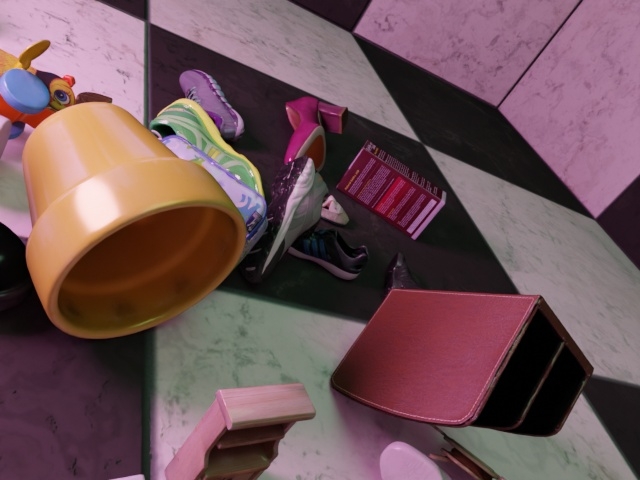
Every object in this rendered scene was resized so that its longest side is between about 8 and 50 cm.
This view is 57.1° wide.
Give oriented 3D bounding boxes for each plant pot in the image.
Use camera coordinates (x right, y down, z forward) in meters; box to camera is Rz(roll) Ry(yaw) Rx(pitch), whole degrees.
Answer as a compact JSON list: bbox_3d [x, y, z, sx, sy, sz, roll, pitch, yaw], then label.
[{"bbox_3d":[-0.261,-0.043,0.761,0.254,0.254,0.239,-5,51,-49],"label":"plant pot"}]

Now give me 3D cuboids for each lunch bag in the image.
[{"bbox_3d":[-0.204,-0.042,0.924,0.219,0.176,0.090,39,-15,6],"label":"lunch bag"}]

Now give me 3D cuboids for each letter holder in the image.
[{"bbox_3d":[0.185,0.200,0.854,0.152,0.302,0.214,49,65,-20],"label":"letter holder"}]

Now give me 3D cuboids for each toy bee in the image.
[{"bbox_3d":[-0.465,-0.225,0.926,0.162,0.195,0.298,-88,158,-44],"label":"toy bee"}]

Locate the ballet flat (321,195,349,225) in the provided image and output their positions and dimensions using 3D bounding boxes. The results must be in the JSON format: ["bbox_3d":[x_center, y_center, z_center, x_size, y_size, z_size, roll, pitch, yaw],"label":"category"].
[{"bbox_3d":[0.002,-0.082,1.297,0.168,0.052,0.057,21,32,-24],"label":"ballet flat"}]

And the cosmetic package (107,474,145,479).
[{"bbox_3d":[-0.270,0.331,0.377,0.378,0.097,0.284,7,41,-40],"label":"cosmetic package"}]

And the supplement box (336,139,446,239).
[{"bbox_3d":[0.176,-0.124,1.457,0.240,0.130,0.073,34,30,-4],"label":"supplement box"}]

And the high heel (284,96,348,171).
[{"bbox_3d":[-0.064,-0.262,1.485,0.182,0.127,0.377,10,30,15],"label":"high heel"}]

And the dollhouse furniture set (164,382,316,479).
[{"bbox_3d":[-0.051,0.292,0.589,0.212,0.161,0.242,7,40,-40],"label":"dollhouse furniture set"}]

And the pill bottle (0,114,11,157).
[{"bbox_3d":[-0.546,-0.164,0.795,0.209,0.119,0.119,23,32,-19],"label":"pill bottle"}]

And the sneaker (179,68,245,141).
[{"bbox_3d":[-0.268,-0.311,1.332,0.223,0.083,0.098,47,36,19],"label":"sneaker"}]

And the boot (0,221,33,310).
[{"bbox_3d":[-0.452,-0.091,0.639,0.348,0.260,0.131,31,30,-7],"label":"boot"}]

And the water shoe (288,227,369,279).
[{"bbox_3d":[0.000,0.000,1.148,0.203,0.080,0.073,27,30,-14],"label":"water shoe"}]

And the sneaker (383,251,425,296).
[{"bbox_3d":[0.180,0.099,1.221,0.089,0.051,0.170,31,34,-7],"label":"sneaker"}]

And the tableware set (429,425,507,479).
[{"bbox_3d":[0.218,0.333,0.855,0.128,0.039,0.194,33,-10,33],"label":"tableware set"}]

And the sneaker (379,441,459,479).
[{"bbox_3d":[0.170,0.355,0.827,0.212,0.080,0.094,43,18,2],"label":"sneaker"}]

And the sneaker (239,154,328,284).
[{"bbox_3d":[-0.054,-0.030,1.056,0.108,0.100,0.271,46,53,-29],"label":"sneaker"}]

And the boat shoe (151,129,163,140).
[{"bbox_3d":[-0.286,-0.127,1.029,0.255,0.095,0.079,32,31,-7],"label":"boat shoe"}]

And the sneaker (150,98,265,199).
[{"bbox_3d":[-0.219,-0.141,1.138,0.124,0.109,0.295,-36,76,-29],"label":"sneaker"}]

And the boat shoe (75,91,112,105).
[{"bbox_3d":[-0.435,-0.241,1.105,0.056,0.048,0.153,16,26,-9],"label":"boat shoe"}]
